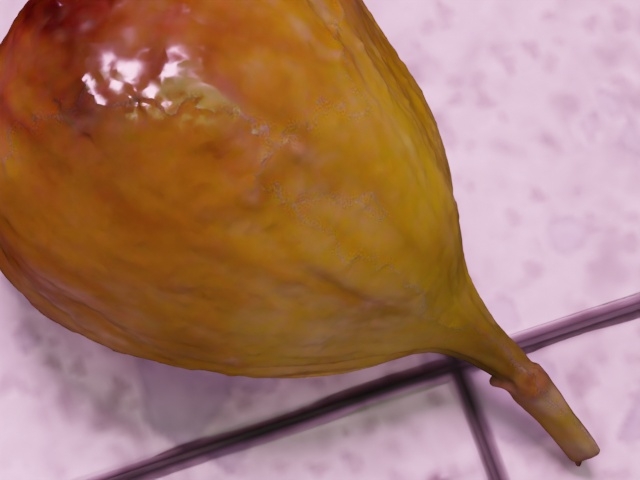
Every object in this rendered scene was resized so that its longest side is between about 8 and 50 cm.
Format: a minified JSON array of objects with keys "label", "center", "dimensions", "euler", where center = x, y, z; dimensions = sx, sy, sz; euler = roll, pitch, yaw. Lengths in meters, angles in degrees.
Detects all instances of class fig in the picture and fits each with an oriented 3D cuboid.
[{"label":"fig","center":[0.000,0.000,0.676],"dimensions":[0.257,0.159,0.159],"euler":[39,74,-14]}]
